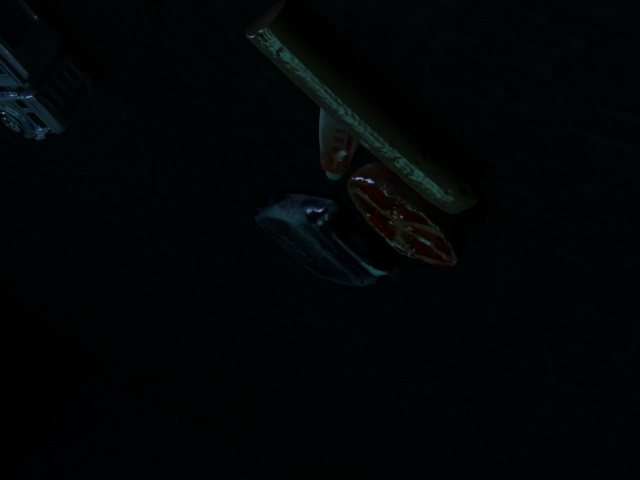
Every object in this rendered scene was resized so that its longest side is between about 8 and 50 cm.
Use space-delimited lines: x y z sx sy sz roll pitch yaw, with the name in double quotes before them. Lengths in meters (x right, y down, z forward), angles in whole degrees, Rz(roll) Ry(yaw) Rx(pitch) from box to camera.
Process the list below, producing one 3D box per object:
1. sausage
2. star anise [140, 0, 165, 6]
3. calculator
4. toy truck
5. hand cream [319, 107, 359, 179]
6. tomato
"sausage" 0.051 -0.134 1.581 0.301 0.066 0.066 43 162 -16
"star anise" -0.226 -0.312 1.637 0.168 0.057 0.168 29 171 5
"calculator" 0.000 0.000 2.079 0.177 0.040 0.268 43 166 -18
"toy truck" -0.413 -0.256 2.022 0.155 0.124 0.268 6 145 49
"hand cream" 0.024 -0.124 1.713 0.052 0.038 0.216 6 156 1
"tomato" 0.109 -0.039 1.703 0.155 0.069 0.155 35 165 11
